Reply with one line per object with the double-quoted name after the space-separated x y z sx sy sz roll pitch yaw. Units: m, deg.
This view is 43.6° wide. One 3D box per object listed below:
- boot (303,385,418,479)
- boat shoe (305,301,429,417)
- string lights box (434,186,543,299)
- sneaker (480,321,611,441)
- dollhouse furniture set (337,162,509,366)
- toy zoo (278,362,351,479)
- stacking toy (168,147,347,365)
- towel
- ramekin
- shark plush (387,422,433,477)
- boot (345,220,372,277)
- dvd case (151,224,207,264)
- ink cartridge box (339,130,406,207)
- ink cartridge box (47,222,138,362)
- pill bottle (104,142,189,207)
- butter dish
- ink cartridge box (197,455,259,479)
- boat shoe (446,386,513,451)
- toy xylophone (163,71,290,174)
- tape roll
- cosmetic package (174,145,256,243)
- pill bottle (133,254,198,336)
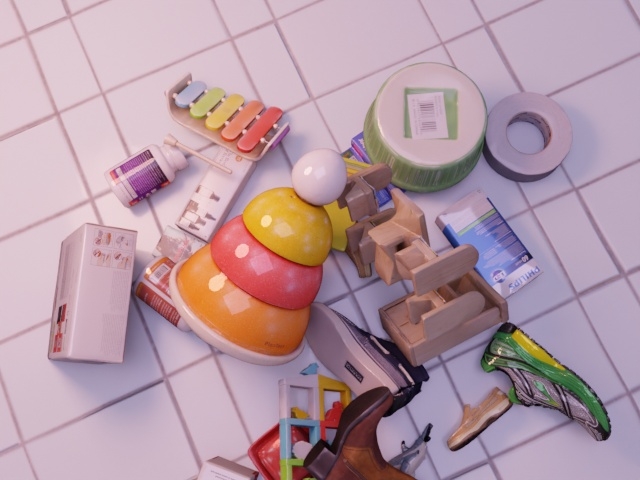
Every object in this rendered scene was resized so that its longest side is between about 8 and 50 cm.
0.146 0.491 1.768 0.280 0.096 0.264 40 88 -12 "boot"
0.107 0.266 1.911 0.158 0.127 0.340 -14 52 -43 "boat shoe"
0.411 0.014 1.964 0.133 0.077 0.260 -33 79 -5 "string lights box"
0.528 0.351 1.878 0.343 0.134 0.146 39 88 18 "sneaker"
0.251 0.052 1.775 0.256 0.394 0.362 -26 40 -12 "dollhouse furniture set"
-0.008 0.427 1.841 0.192 0.030 0.293 13 64 -33 "toy zoo"
-0.082 0.005 1.762 0.350 0.350 0.480 38 111 8 "stacking toy"
0.051 -0.090 1.940 0.102 0.021 0.237 17 71 12 "towel"
0.258 -0.280 1.933 0.303 0.148 0.303 0 78 0 "ramekin"
0.209 0.495 1.882 0.067 0.073 0.161 29 84 38 "shark plush"
0.000 0.000 1.967 0.203 0.095 0.262 -22 77 -4 "boot"
-0.353 0.024 2.013 0.119 0.013 0.087 27 80 6 "dvd case"
0.214 -0.237 2.032 0.311 0.065 0.186 -35 79 -4 "ink cartridge box"
-0.550 0.136 1.911 0.130 0.272 0.309 10 77 -28 "ink cartridge box"
-0.433 -0.174 2.008 0.193 0.108 0.108 -32 79 -5 "pill bottle"
-0.073 0.501 1.852 0.160 0.118 0.160 -38 79 -6 "butter dish"
-0.244 0.637 1.787 0.114 0.197 0.273 20 80 6 "ink cartridge box"
0.364 0.419 1.893 0.190 0.068 0.072 -34 67 -16 "boat shoe"
-0.247 -0.288 1.999 0.322 0.081 0.236 22 45 1 "toy xylophone"
0.519 -0.261 2.023 0.219 0.072 0.219 0 78 2 "tape roll"
-0.262 -0.117 2.016 0.099 0.060 0.239 27 80 6 "cosmetic package"
-0.336 0.143 1.933 0.216 0.121 0.121 37 81 8 "pill bottle"
